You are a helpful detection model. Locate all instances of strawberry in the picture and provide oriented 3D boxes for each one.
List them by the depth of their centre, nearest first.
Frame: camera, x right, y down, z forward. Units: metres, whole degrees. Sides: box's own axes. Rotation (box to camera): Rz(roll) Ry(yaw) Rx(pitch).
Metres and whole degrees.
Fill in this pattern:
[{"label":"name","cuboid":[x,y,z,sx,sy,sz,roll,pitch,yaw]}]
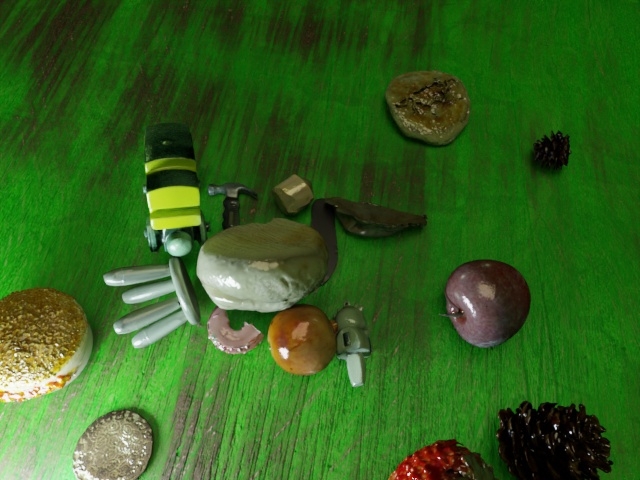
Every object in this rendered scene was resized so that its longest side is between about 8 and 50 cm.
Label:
[{"label":"strawberry","cuboid":[0.278,0.646,1.151,0.312,0.267,0.351,37,95,43]}]

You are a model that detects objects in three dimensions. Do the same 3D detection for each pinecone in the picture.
[{"label":"pinecone","cuboid":[0.554,0.499,1.231,0.224,0.272,0.225,15,66,-37]},{"label":"pinecone","cuboid":[0.787,-0.306,1.738,0.120,0.140,0.140,-2,58,27]}]

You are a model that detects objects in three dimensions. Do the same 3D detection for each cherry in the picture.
[{"label":"cherry","cuboid":[0.453,0.172,1.410,0.285,0.236,0.213,-13,22,-20]}]

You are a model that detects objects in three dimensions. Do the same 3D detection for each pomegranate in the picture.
[{"label":"pomegranate","cuboid":[-0.045,0.261,1.352,0.191,0.191,0.192,2,62,-3]}]

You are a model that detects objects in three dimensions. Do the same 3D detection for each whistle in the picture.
[{"label":"whistle","cuboid":[0.089,0.277,1.396,0.110,0.092,0.245,-20,56,18]}]

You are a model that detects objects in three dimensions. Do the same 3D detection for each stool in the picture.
[{"label":"stool","cuboid":[-0.444,0.158,1.373,0.198,0.195,0.195,-17,65,-8]}]

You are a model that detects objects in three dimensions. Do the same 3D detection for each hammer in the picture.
[{"label":"hammer","cuboid":[-0.280,-0.080,1.592,0.158,0.041,0.227,2,61,-1]}]

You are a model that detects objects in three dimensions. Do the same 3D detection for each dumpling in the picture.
[{"label":"dumpling","cuboid":[0.168,-0.054,1.584,0.331,0.086,0.166,9,29,1]}]

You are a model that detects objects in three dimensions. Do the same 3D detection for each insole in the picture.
[{"label":"insole","cuboid":[0.000,0.000,1.584,0.110,0.012,0.310,4,62,-4]}]

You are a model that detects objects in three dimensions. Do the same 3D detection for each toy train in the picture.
[{"label":"toy train","cuboid":[-0.418,-0.159,1.449,0.179,0.273,0.442,-6,39,-15]}]

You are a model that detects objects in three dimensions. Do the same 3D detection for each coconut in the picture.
[{"label":"coconut","cuboid":[-0.078,-0.147,1.600,0.122,0.116,0.116,-37,70,-16]}]

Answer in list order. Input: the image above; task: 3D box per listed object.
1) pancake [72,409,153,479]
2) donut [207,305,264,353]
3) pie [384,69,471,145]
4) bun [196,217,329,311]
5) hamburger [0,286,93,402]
[{"label":"pancake","cuboid":[-0.512,0.521,1.269,0.199,0.021,0.200,2,62,-3]},{"label":"donut","cuboid":[-0.245,0.258,1.402,0.166,0.065,0.117,33,63,14]},{"label":"pie","cuboid":[0.383,-0.489,1.834,0.338,0.077,0.340,2,61,-3]},{"label":"bun","cuboid":[-0.155,0.080,1.380,0.364,0.220,0.365,-3,18,1]},{"label":"hamburger","cuboid":[-0.730,0.260,1.302,0.275,0.179,0.295,-2,63,-4]}]
